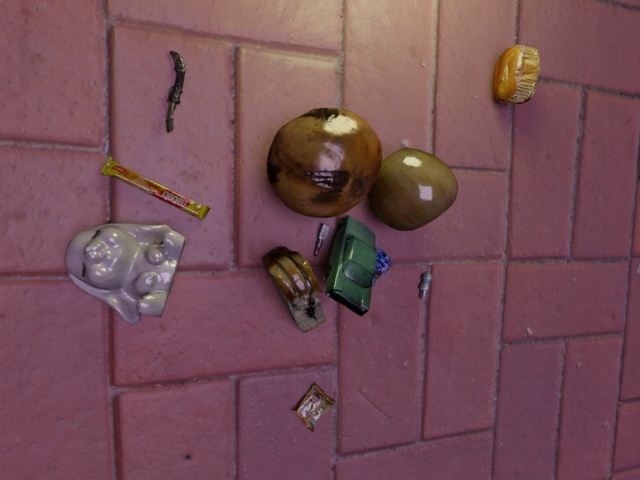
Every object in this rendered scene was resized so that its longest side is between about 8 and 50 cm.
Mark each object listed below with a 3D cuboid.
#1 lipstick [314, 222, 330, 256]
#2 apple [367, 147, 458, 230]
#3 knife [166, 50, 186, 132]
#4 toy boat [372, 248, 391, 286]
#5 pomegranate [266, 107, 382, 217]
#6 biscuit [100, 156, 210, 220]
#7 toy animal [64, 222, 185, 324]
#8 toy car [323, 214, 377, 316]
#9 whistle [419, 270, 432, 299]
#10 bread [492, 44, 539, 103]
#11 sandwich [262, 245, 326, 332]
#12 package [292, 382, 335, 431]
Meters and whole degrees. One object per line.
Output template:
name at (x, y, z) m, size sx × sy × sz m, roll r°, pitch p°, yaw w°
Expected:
lipstick at (0.000, 0.000, 1.398) m, size 0.025 × 0.025 × 0.107 m, roll 17°, pitch 94°, yaw -21°
apple at (0.273, -0.160, 1.367) m, size 0.257 × 0.257 × 0.233 m, roll -35°, pitch 89°, yaw -14°
knife at (-0.392, -0.400, 1.214) m, size 0.046 × 0.021 × 0.221 m, roll 4°, pitch 90°, yaw -22°
toy boat at (0.162, 0.106, 1.424) m, size 0.175 × 0.110 × 0.091 m, roll -47°, pitch 108°, yaw -9°
pomegranate at (0.011, -0.213, 1.247) m, size 0.323 × 0.322 × 0.321 m, roll -2°, pitch 96°, yaw -20°
biscuit at (-0.443, -0.135, 1.219) m, size 0.292 × 0.026 × 0.048 m, roll 27°, pitch 66°, yaw -21°
toy animal at (-0.503, 0.066, 1.137) m, size 0.265 × 0.206 × 0.271 m, roll 15°, pitch 75°, yaw -13°
toy car at (0.104, 0.063, 1.324) m, size 0.142 × 0.097 × 0.320 m, roll 34°, pitch 42°, yaw -20°
whistle at (0.360, 0.154, 1.542) m, size 0.035 × 0.035 × 0.100 m, roll 12°, pitch 92°, yaw -21°
bread at (0.666, -0.568, 1.536) m, size 0.114 × 0.132 × 0.190 m, roll 2°, pitch 92°, yaw -19°
sandwich at (-0.058, 0.160, 1.272) m, size 0.100 × 0.254 × 0.288 m, roll -30°, pitch 107°, yaw -13°
package at (-0.021, 0.535, 1.439) m, size 0.120 × 0.031 × 0.108 m, roll -47°, pitch 109°, yaw -16°
